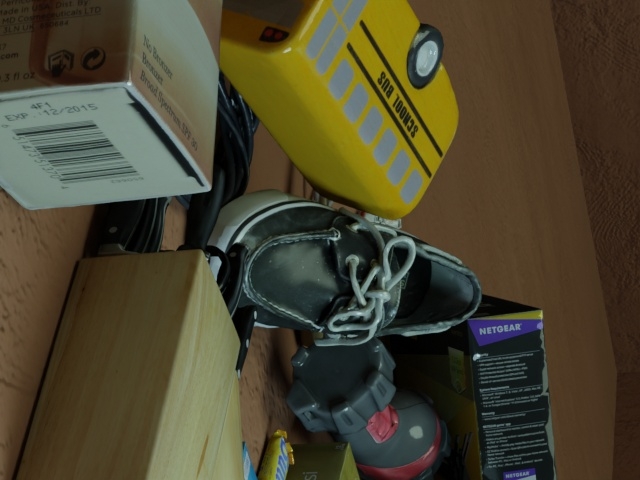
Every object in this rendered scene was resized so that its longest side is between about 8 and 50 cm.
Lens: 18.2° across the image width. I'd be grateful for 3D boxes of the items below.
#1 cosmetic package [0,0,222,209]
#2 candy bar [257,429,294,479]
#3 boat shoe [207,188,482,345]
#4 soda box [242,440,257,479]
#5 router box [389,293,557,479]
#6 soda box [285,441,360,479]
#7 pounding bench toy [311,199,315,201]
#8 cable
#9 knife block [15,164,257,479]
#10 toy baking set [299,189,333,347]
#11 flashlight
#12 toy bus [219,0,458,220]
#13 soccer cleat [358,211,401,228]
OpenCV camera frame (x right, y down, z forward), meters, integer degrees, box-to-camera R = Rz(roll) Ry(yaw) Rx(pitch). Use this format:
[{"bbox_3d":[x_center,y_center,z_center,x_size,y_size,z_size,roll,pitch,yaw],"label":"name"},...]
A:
[{"bbox_3d":[-0.136,-0.184,1.192,0.153,0.129,0.296,52,35,-62],"label":"cosmetic package"},{"bbox_3d":[-0.045,0.218,1.631,0.161,0.018,0.040,-74,155,-52],"label":"candy bar"},{"bbox_3d":[0.022,0.033,1.604,0.306,0.105,0.113,16,91,-53],"label":"boat shoe"},{"bbox_3d":[-0.093,0.232,1.337,0.210,0.071,0.067,-76,155,-51],"label":"soda box"},{"bbox_3d":[0.151,0.180,2.022,0.309,0.081,0.243,-170,-106,-77],"label":"router box"},{"bbox_3d":[-0.010,0.249,1.674,0.181,0.058,0.061,-75,155,-54],"label":"soda box"},{"bbox_3d":[-0.019,-0.003,1.669,0.065,0.083,0.052,-33,118,-74],"label":"pounding bench toy"},{"bbox_3d":[-0.087,-0.095,1.510,0.150,0.047,0.184,-75,156,-52],"label":"cable"},{"bbox_3d":[-0.115,0.058,1.279,0.276,0.088,0.242,0,85,-75],"label":"knife block"},{"bbox_3d":[-0.001,0.004,1.854,0.197,0.030,0.256,-79,166,-62],"label":"toy baking set"},{"bbox_3d":[0.050,0.152,1.813,0.304,0.103,0.103,62,32,-67],"label":"flashlight"},{"bbox_3d":[-0.001,-0.152,1.508,0.130,0.108,0.332,-60,148,-14],"label":"toy bus"},{"bbox_3d":[0.062,-0.018,2.075,0.083,0.036,0.029,9,77,-75],"label":"soccer cleat"}]
